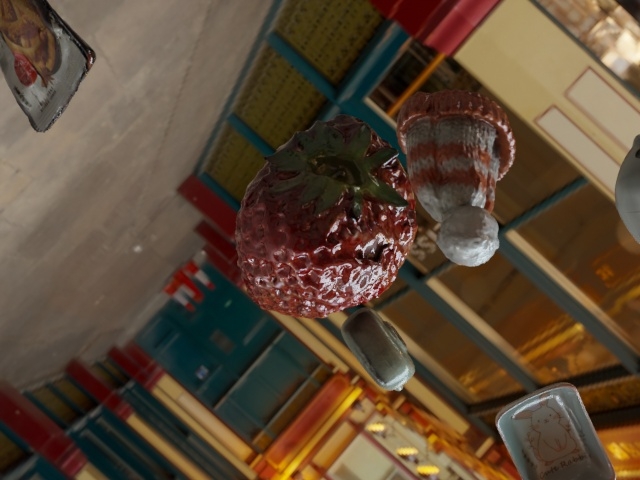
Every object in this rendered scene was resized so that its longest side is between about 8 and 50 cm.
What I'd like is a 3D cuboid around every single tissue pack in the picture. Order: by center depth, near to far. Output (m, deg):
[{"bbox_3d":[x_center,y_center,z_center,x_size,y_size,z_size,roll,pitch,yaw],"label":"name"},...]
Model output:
[{"bbox_3d":[0.854,-0.137,1.959,0.333,0.236,0.229,-11,-152,42],"label":"tissue pack"}]

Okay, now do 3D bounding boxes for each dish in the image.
[{"bbox_3d":[0.404,0.351,1.493,0.151,0.212,0.077,-26,-167,6],"label":"dish"}]

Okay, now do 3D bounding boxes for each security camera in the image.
[{"bbox_3d":[0.111,0.193,1.524,0.080,0.157,0.301,-37,169,1],"label":"security camera"}]

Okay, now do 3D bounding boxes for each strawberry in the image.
[{"bbox_3d":[0.011,-0.004,1.332,0.291,0.292,0.309,-48,146,-33],"label":"strawberry"}]

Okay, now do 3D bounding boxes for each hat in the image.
[{"bbox_3d":[0.115,-0.045,0.717,0.094,0.112,0.162,-32,-143,43],"label":"hat"}]

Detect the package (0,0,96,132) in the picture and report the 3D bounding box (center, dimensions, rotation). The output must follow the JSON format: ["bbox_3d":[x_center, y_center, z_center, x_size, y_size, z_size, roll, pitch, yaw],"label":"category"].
[{"bbox_3d":[-0.327,-0.244,0.892,0.030,0.239,0.154,-28,174,-42],"label":"package"}]
